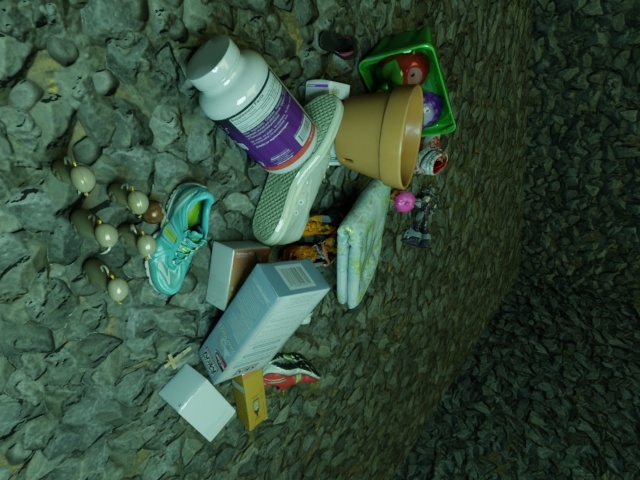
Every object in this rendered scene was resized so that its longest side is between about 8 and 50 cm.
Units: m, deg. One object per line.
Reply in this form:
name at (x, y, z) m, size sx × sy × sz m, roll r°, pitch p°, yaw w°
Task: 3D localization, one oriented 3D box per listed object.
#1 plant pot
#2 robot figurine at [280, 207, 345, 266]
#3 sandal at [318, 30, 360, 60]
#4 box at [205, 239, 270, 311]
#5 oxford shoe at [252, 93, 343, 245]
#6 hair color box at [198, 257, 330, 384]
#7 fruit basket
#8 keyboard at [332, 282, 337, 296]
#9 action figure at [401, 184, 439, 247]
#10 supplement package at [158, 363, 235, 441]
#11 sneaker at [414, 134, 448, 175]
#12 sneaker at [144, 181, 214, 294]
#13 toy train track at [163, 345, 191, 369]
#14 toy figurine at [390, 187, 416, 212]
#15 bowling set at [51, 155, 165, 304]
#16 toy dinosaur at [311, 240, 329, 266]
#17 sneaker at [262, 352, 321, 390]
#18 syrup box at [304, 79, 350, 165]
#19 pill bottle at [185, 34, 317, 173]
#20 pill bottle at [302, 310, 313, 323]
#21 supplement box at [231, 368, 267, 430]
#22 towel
plant pot at (0.168, -0.306, 1.215) m, size 0.291 × 0.204 × 0.290 m, roll 11°, pitch 90°, yaw -71°
robot figurine at (0.000, 0.000, 1.373) m, size 0.291 × 0.085 × 0.211 m, roll -4°, pitch 109°, yaw -49°
sandal at (0.066, -0.582, 1.254) m, size 0.179 × 0.040 × 0.067 m, roll -13°, pitch 114°, yaw -47°
box at (-0.224, 0.091, 1.140) m, size 0.130 × 0.091 × 0.170 m, roll -3°, pitch 107°, yaw -49°
oxford shoe at (-0.051, -0.190, 1.178) m, size 0.130 × 0.169 × 0.449 m, roll 17°, pitch 99°, yaw -48°
hair color box at (-0.157, 0.215, 1.112) m, size 0.185 × 0.113 × 0.374 m, roll -3°, pitch 138°, yaw -48°
fruit basket at (0.275, -0.457, 1.402) m, size 0.392 × 0.283 × 0.392 m, roll 3°, pitch 87°, yaw -59°
keyboard at (0.119, 0.160, 1.630) m, size 0.192 × 0.038 × 0.100 m, roll -42°, pitch 110°, yaw -30°
action figure at (0.455, -0.114, 1.863) m, size 0.185 × 0.099 × 0.285 m, roll 19°, pitch 86°, yaw -44°
supplement package at (-0.332, 0.441, 1.140) m, size 0.105 × 0.105 × 0.179 m, roll -47°, pitch 136°, yaw -27°
sneaker at (0.475, -0.367, 1.739) m, size 0.270 × 0.145 × 0.090 m, roll -50°, pitch 136°, yaw -25°
sneaker at (-0.323, -0.001, 0.972) m, size 0.107 × 0.110 × 0.275 m, roll 13°, pitch 95°, yaw -51°
toy train track at (-0.380, 0.307, 1.105) m, size 0.083 × 0.014 × 0.048 m, roll -35°, pitch 122°, yaw -44°
toy figurine at (0.293, -0.160, 1.597) m, size 0.173 × 0.159 × 0.130 m, roll -29°, pitch 125°, yaw -41°
bowling set at (-0.387, -0.044, 0.843) m, size 0.200 × 0.154 × 0.287 m, roll -29°, pitch 126°, yaw -40°
toy dinosaur at (0.007, 0.045, 1.283) m, size 0.047 × 0.090 × 0.082 m, roll -35°, pitch 99°, yaw -16°
sneaker at (-0.110, 0.459, 1.438) m, size 0.279 × 0.107 × 0.118 m, roll 28°, pitch 101°, yaw -48°
syrup box at (0.013, -0.346, 1.243) m, size 0.093 × 0.096 × 0.236 m, roll -14°, pitch 116°, yaw -49°
pill bottle at (-0.156, -0.311, 0.990) m, size 0.323 × 0.181 × 0.181 m, roll 41°, pitch 73°, yaw -48°
pill bottle at (-0.057, 0.216, 1.405) m, size 0.067 × 0.067 × 0.120 m, roll -20°, pitch 119°, yaw -44°
supplement box at (-0.223, 0.471, 1.305) m, size 0.078 × 0.080 × 0.233 m, roll -25°, pitch 121°, yaw -41°
towel at (0.148, 0.007, 1.438) m, size 0.320 × 0.090 × 0.374 m, roll -58°, pitch 155°, yaw -44°
